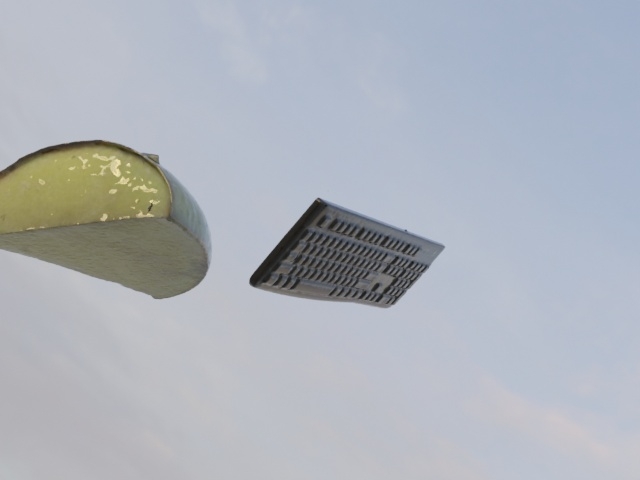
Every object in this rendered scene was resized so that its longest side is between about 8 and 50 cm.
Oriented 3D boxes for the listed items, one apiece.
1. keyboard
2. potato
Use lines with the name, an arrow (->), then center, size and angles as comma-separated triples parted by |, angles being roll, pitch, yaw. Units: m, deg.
keyboard -> 0.007, 0.009, 0.771 | 0.041, 0.103, 0.381 | 49, 16, 31
potato -> -0.247, -0.014, 1.112 | 0.269, 0.112, 0.255 | -3, -23, 16
